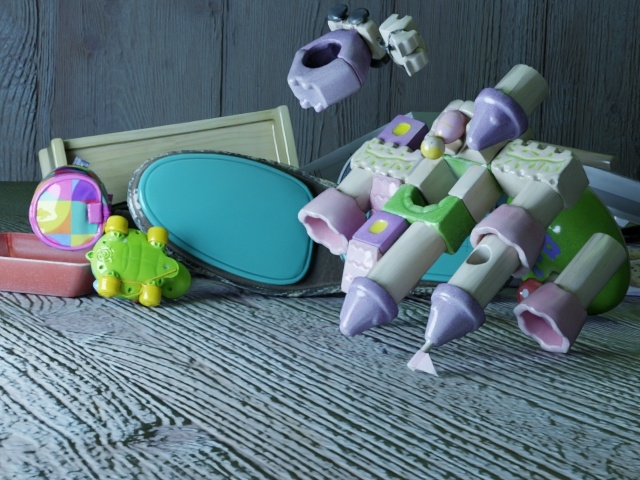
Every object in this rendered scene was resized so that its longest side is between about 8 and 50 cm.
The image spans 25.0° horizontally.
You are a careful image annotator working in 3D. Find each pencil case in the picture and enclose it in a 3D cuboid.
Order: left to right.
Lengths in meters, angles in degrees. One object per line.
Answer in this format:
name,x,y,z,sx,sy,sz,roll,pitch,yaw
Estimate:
pencil case,-0.309,-0.044,1.806,0.104,0.104,0.236,1,7,-8

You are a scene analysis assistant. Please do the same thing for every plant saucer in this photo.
plant saucer,-0.342,0.029,1.772,0.259,0.047,0.258,5,6,19

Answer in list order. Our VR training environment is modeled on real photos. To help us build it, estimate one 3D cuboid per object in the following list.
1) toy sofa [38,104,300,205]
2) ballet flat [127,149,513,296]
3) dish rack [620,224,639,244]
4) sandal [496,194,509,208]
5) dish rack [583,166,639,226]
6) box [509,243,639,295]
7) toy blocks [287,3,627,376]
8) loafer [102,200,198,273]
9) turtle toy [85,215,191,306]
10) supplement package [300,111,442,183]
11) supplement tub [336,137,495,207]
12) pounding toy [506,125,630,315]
toy sofa,-0.218,-0.091,2.107,0.362,0.150,0.177,-10,-1,-15
ballet flat,0.000,0.000,1.777,0.483,0.164,0.182,8,-11,-8
dish rack,0.346,0.010,2.097,0.271,0.074,0.208,5,6,29
sandal,0.317,-0.030,2.308,0.317,0.126,0.138,-6,5,12
dish rack,0.359,-0.066,1.916,0.285,0.072,0.333,18,5,-12
box,0.362,0.035,1.893,0.324,0.067,0.063,5,7,17
toy blocks,0.082,-0.015,1.395,0.288,0.309,0.260,19,59,47
loafer,-0.201,0.001,1.906,0.267,0.096,0.084,6,12,18
turtle toy,-0.204,0.033,1.629,0.130,0.095,0.066,15,-23,-24
supplement package,0.112,-0.112,2.479,0.244,0.139,0.134,-24,-10,32
supplement tub,0.128,-0.057,2.086,0.191,0.191,0.272,1,6,-11
pounding toy,0.243,-0.001,1.617,0.110,0.237,0.183,-30,37,-25
